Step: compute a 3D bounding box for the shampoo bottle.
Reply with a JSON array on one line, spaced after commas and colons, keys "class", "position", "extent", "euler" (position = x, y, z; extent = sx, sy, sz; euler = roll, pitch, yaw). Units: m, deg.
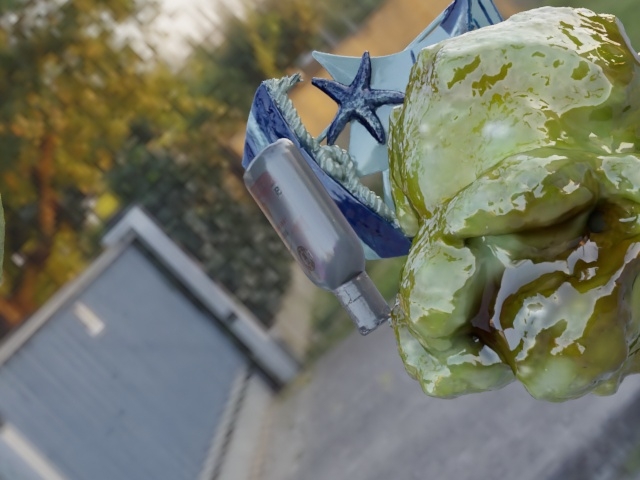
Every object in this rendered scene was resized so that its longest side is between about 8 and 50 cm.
[{"class": "shampoo bottle", "position": [0.000, 0.000, 1.300], "extent": [0.040, 0.165, 0.080], "euler": [-31, -6, -27]}]

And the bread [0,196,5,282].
[{"class": "bread", "position": [-0.486, 0.009, 1.448], "extent": [0.348, 0.308, 0.348], "euler": [-44, -31, -35]}]

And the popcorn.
[{"class": "popcorn", "position": [0.147, -0.021, 1.061], "extent": [0.225, 0.276, 0.276], "euler": [-41, 6, 32]}]

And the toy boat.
[{"class": "toy boat", "position": [0.044, -0.126, 1.575], "extent": [0.070, 0.210, 0.291], "euler": [5, -72, -84]}]
